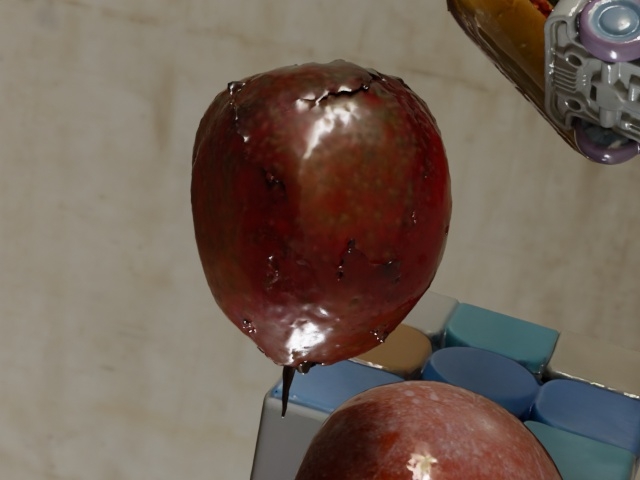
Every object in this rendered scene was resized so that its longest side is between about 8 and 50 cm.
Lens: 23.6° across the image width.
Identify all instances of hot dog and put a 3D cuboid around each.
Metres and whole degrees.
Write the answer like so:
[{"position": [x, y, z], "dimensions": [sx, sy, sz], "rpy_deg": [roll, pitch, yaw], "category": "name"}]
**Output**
[{"position": [0.164, -0.147, 1.128], "dimensions": [0.235, 0.062, 0.092], "rpy_deg": [40, 44, -33], "category": "hot dog"}]

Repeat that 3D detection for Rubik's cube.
[{"position": [0.123, 0.280, 1.549], "dimensions": [0.346, 0.344, 0.347], "rpy_deg": [-47, 150, -65], "category": "Rubik's cube"}]

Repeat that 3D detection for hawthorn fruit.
[{"position": [0.000, 0.000, 0.984], "dimensions": [0.181, 0.181, 0.235], "rpy_deg": [-48, 141, -76], "category": "hawthorn fruit"}]

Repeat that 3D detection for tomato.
[{"position": [0.082, 0.242, 1.189], "dimensions": [0.270, 0.227, 0.270], "rpy_deg": [18, 90, -72], "category": "tomato"}]

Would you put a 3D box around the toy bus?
[{"position": [0.262, -0.119, 1.014], "dimensions": [0.142, 0.202, 0.142], "rpy_deg": [-53, 155, -25], "category": "toy bus"}]
